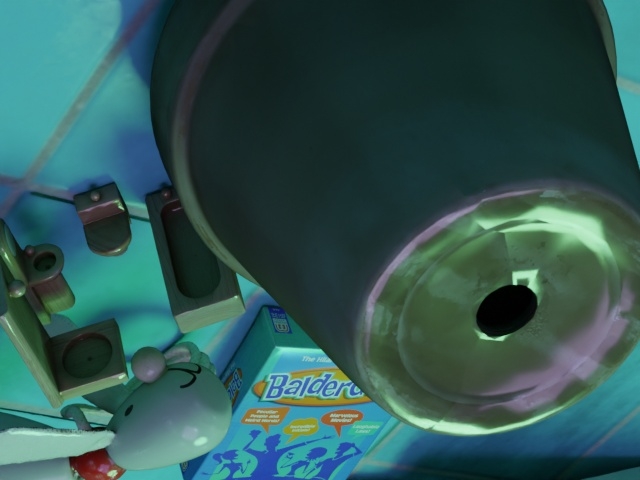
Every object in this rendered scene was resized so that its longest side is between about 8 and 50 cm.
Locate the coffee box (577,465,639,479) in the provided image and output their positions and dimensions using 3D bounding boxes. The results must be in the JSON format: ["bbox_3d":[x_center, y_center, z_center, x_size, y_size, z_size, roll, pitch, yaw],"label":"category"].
[{"bbox_3d":[0.247,0.475,1.744,0.338,0.337,0.334,-6,142,-37],"label":"coffee box"}]

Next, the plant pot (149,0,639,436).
[{"bbox_3d":[0.073,-0.033,1.083,0.323,0.280,0.323,-9,128,-12],"label":"plant pot"}]

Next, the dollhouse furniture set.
[{"bbox_3d":[-0.147,0.008,1.205,0.151,0.144,0.123,-18,143,1],"label":"dollhouse furniture set"}]

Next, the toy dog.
[{"bbox_3d":[-0.246,0.138,1.318,0.334,0.220,0.161,-29,110,2],"label":"toy dog"}]

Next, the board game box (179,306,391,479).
[{"bbox_3d":[-0.016,0.146,1.510,0.160,0.047,0.210,5,136,-28],"label":"board game box"}]
